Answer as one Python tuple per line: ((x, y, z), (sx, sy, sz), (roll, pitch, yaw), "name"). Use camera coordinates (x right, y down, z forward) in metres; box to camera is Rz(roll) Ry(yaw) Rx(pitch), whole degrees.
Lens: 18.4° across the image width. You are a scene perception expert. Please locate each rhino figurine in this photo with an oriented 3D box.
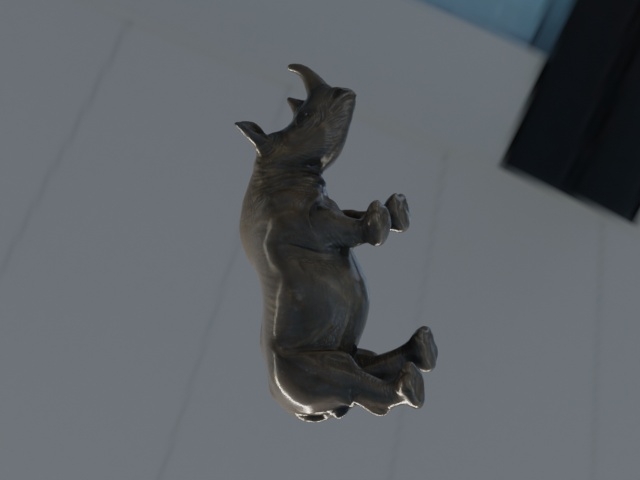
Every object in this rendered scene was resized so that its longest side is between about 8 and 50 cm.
((0.000, 0.000, 1.250), (0.073, 0.106, 0.243), (22, -125, -64), "rhino figurine")
